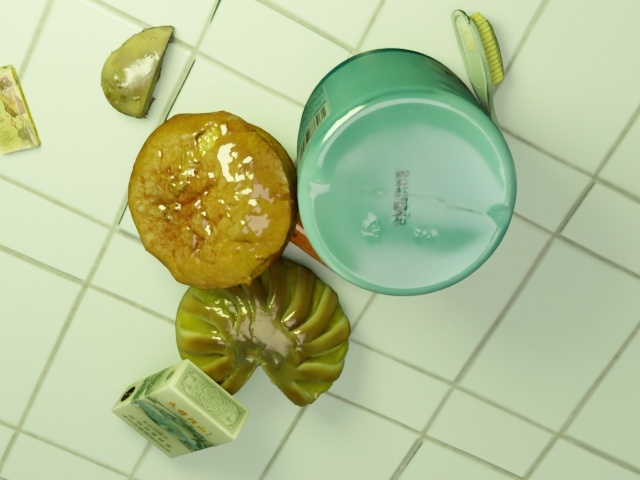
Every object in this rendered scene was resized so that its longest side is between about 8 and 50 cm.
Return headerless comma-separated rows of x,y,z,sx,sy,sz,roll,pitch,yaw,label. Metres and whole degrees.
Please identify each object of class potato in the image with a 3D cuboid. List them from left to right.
-0.319,-0.291,1.430,0.100,0.089,0.172,23,111,-7,potato

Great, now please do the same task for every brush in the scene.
0.298,-0.268,1.471,0.060,0.068,0.297,-27,115,-14,brush

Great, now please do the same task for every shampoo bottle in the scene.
0.123,-0.121,1.368,0.331,0.343,0.331,0,111,0,shampoo bottle

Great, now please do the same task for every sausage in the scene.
0.000,0.000,1.560,0.234,0.071,0.071,37,107,-13,sausage

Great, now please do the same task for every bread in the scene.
-0.174,-0.074,1.432,0.312,0.172,0.312,4,100,24,bread
-0.108,0.175,1.579,0.332,0.160,0.333,0,111,-1,bread

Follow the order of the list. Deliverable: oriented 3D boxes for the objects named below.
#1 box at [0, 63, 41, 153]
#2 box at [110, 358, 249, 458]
-0.551,-0.229,1.488,0.073,0.020,0.149,-12,111,4,box
-0.271,0.327,1.615,0.164,0.069,0.256,43,140,-16,box
